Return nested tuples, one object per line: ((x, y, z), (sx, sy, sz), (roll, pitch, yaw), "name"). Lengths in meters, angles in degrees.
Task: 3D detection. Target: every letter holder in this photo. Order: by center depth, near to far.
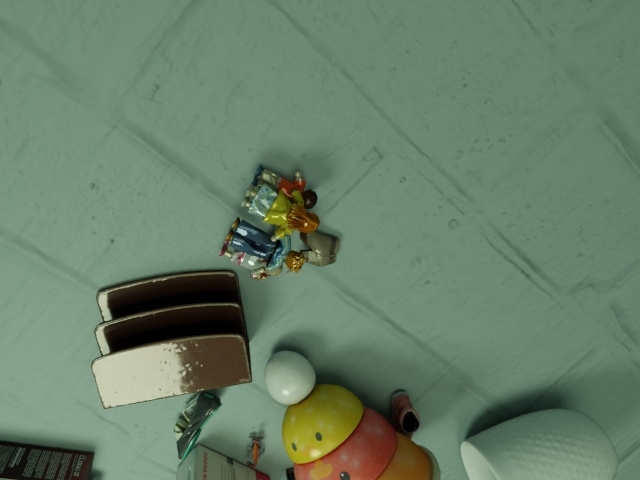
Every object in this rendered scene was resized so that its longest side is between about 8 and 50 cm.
((-0.311, 0.195, 1.069), (0.302, 0.152, 0.214), (-9, 112, -7), "letter holder")

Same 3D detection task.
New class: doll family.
((-0.095, -0.013, 1.025), (0.163, 0.118, 0.263), (25, 108, -8), "doll family")

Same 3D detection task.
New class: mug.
((0.592, 0.624, 1.386), (0.328, 0.276, 0.374), (-21, 146, -9), "mug")

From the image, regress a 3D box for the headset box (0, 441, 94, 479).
((-0.680, 0.602, 1.192), (0.293, 0.110, 0.218), (15, 110, -16), "headset box")

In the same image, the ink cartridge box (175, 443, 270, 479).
((-0.238, 0.640, 1.260), (0.237, 0.172, 0.100), (35, 102, -22), "ink cartridge box")

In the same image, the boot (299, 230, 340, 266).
((0.000, 0.000, 1.109), (0.087, 0.042, 0.118), (0, 110, -20), "boot")

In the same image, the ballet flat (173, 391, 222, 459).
((-0.307, 0.438, 1.224), (0.074, 0.074, 0.203), (25, 112, -20), "ballet flat")

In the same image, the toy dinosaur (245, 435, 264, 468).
((-0.171, 0.539, 1.291), (0.047, 0.090, 0.082), (4, 81, 4), "toy dinosaur")

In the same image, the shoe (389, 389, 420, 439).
((0.221, 0.485, 1.332), (0.064, 0.081, 0.177), (-10, 114, -7), "shoe")

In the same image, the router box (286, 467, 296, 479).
((-0.027, 0.655, 1.381), (0.123, 0.038, 0.092), (-9, 113, -7), "router box")

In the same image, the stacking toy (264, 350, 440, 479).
((0.019, 0.468, 1.206), (0.351, 0.350, 0.479), (-36, 95, 6), "stacking toy")
